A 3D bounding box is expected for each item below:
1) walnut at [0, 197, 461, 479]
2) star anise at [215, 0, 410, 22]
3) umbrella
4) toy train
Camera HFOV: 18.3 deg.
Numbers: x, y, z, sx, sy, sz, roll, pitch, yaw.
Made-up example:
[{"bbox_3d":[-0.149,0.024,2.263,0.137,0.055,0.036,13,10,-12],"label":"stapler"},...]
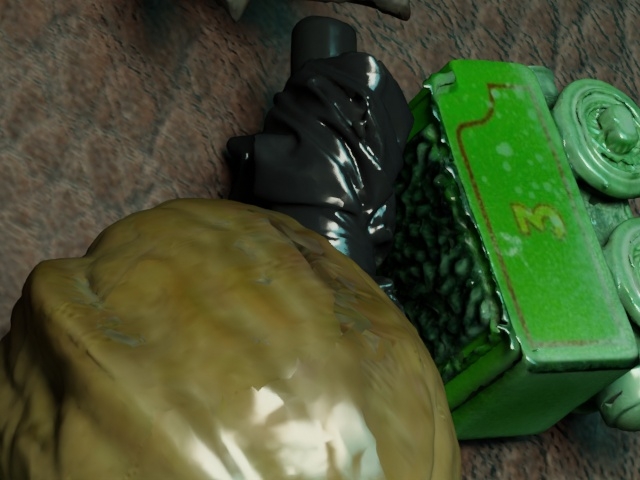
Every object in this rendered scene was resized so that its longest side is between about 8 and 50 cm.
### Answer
[{"bbox_3d":[-0.054,0.095,0.927,0.225,0.225,0.261,0,30,-39],"label":"walnut"},{"bbox_3d":[-0.064,-0.238,1.185,0.332,0.117,0.331,19,37,-14],"label":"star anise"},{"bbox_3d":[0.000,0.001,1.115,0.110,0.122,0.272,4,67,-16],"label":"umbrella"},{"bbox_3d":[0.126,0.004,1.207,0.188,0.132,0.243,2,60,-35],"label":"toy train"}]
